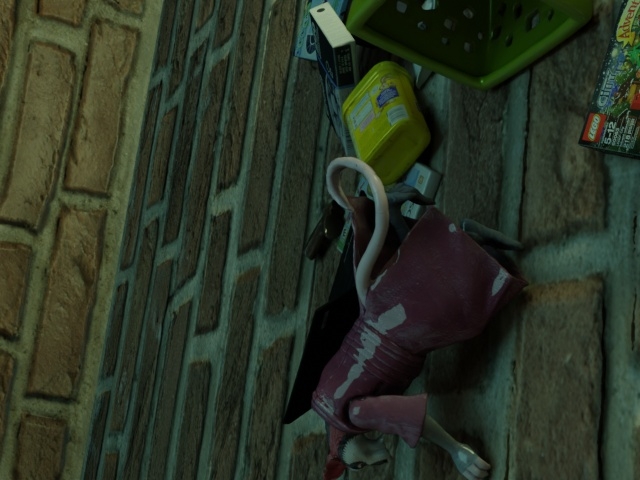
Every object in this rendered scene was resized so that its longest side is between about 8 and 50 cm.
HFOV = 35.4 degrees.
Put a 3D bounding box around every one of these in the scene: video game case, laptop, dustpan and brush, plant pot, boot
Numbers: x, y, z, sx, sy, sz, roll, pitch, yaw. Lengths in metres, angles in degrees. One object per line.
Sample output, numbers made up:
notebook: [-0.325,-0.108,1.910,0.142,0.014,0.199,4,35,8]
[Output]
video game case: [0.098,-0.040,1.527,0.212,0.023,0.193,44,117,63]
laptop: [0.008,0.094,1.459,0.264,0.136,0.234,-107,25,-47]
dustpan and brush: [0.165,-0.348,1.497,0.211,0.060,0.147,-52,34,44]
plant pot: [0.191,-0.351,1.256,0.227,0.228,0.207,-31,42,58]
boot: [0.000,0.000,1.693,0.114,0.037,0.106,-55,10,33]

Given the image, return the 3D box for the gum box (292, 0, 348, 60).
gum box: [0.015,-0.412,1.886,0.184,0.041,0.157,35,110,65]

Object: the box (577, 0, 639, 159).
box: [0.357,-0.194,1.014,0.159,0.044,0.233,27,103,65]

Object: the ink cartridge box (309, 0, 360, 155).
ink cartridge box: [0.025,-0.280,1.677,0.208,0.045,0.206,-111,9,-53]

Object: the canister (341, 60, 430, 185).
canister: [0.097,-0.175,1.505,0.126,0.073,0.170,-49,30,26]

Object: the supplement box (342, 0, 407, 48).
supplement box: [0.093,-0.384,1.597,0.239,0.073,0.130,-142,68,-79]

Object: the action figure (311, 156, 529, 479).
action figure: [0.082,0.127,1.203,0.370,0.276,0.248,-61,31,1]
